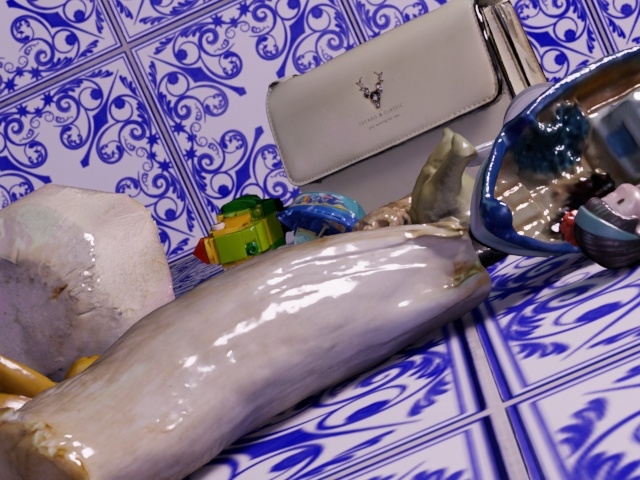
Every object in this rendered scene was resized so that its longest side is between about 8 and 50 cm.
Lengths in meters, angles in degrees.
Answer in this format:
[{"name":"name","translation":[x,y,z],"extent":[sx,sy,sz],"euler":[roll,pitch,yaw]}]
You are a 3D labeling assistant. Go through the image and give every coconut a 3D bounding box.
[{"name":"coconut","translation":[-0.281,0.043,1.563],"extent":[0.227,0.227,0.230],"euler":[-22,10,27]}]

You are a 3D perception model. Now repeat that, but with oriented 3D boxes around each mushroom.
[{"name":"mushroom","translation":[-0.046,0.075,0.813],"extent":[0.351,0.095,0.123],"euler":[-28,25,-31]}]

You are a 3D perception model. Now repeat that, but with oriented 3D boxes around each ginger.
[{"name":"ginger","translation":[0.089,-0.026,1.505],"extent":[0.069,0.051,0.173],"euler":[-17,9,33]}]

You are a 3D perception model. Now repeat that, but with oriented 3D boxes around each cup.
[{"name":"cup","translation":[0.229,-0.103,1.444],"extent":[0.136,0.099,0.133],"euler":[-47,1,12]}]

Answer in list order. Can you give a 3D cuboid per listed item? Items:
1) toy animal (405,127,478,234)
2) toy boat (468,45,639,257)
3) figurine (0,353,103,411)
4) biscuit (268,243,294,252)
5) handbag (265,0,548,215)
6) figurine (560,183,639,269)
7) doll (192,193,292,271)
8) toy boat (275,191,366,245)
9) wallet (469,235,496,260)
[{"name":"toy animal","translation":[0.129,-0.043,1.352],"extent":[0.101,0.103,0.219],"euler":[-48,7,5]},{"name":"toy boat","translation":[0.198,-0.065,0.906],"extent":[0.262,0.114,0.115],"euler":[-31,-5,-23]},{"name":"figurine","translation":[-0.196,0.134,0.991],"extent":[0.176,0.121,0.122],"euler":[-16,30,-20]},{"name":"biscuit","translation":[-0.113,0.059,1.694],"extent":[0.133,0.032,0.250],"euler":[-24,5,17]},{"name":"handbag","translation":[0.119,-0.168,1.832],"extent":[0.358,0.237,0.160],"euler":[-21,3,34]},{"name":"figurine","translation":[0.202,-0.018,0.826],"extent":[0.106,0.047,0.060],"euler":[-20,20,-3]},{"name":"doll","translation":[-0.100,-0.009,1.965],"extent":[0.134,0.106,0.186],"euler":[-9,11,27]},{"name":"toy boat","translation":[0.000,0.000,1.611],"extent":[0.110,0.091,0.175],"euler":[-61,20,-15]},{"name":"wallet","translation":[0.049,0.044,1.052],"extent":[0.244,0.025,0.124],"euler":[-27,5,-37]}]
